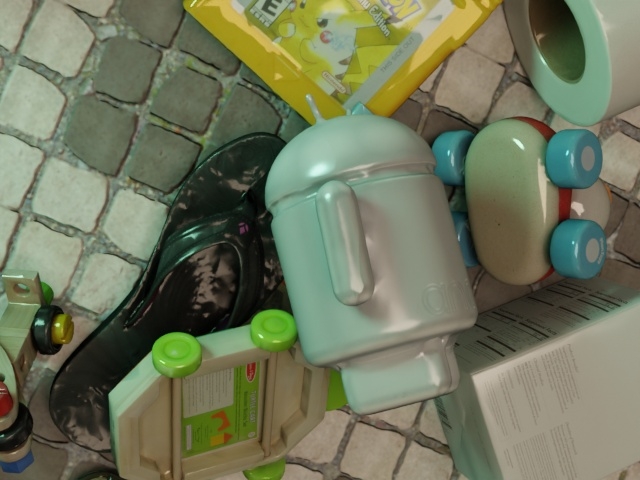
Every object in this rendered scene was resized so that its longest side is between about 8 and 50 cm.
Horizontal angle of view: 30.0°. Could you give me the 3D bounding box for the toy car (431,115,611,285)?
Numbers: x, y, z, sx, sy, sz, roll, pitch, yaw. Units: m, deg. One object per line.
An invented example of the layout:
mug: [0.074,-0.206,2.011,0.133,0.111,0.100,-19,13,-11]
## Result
toy car: [0.300,-0.062,1.545,0.238,0.219,0.210,-13,102,-44]

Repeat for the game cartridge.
game cartridge: [0.045,-0.306,1.439,0.285,0.053,0.324,41,102,-18]

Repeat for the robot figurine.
robot figurine: [0.054,0.011,1.337,0.199,0.300,0.354,-16,83,9]

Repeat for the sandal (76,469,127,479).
sandal: [-0.285,0.438,1.480,0.120,0.086,0.303,14,79,-12]

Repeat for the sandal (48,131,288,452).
sandal: [-0.153,0.076,1.425,0.167,0.107,0.446,34,95,-18]

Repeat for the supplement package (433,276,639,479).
supplement package: [0.300,0.190,1.551,0.262,0.198,0.199,-21,103,-12]

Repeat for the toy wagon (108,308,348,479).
toy wagon: [-0.082,0.196,1.449,0.344,0.068,0.267,-13,134,-21]

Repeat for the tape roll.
tape roll: [0.359,-0.282,1.477,0.169,0.246,0.246,-23,104,-12]

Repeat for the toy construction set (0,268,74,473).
toy construction set: [-0.425,0.101,1.337,0.309,0.257,0.237,56,36,-32]

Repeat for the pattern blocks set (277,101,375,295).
pattern blocks set: [0.000,0.000,1.499,0.324,0.026,0.285,-39,107,4]
